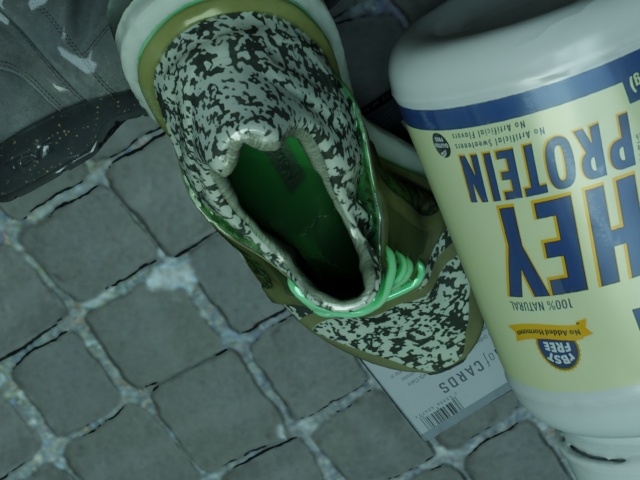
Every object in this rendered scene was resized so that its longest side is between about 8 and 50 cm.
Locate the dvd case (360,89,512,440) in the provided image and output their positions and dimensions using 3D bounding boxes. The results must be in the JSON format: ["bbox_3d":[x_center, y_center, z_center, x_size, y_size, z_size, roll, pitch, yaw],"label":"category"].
[{"bbox_3d":[0.081,0.012,1.353,0.179,0.029,0.238,-33,108,16],"label":"dvd case"}]

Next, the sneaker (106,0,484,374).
[{"bbox_3d":[0.000,0.000,1.191,0.158,0.182,0.410,-26,137,13],"label":"sneaker"}]

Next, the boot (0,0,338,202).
[{"bbox_3d":[-0.147,-0.190,1.242,0.338,0.118,0.222,-29,103,10],"label":"boot"}]

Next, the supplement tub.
[{"bbox_3d":[0.203,-0.019,1.209,0.235,0.235,0.324,-20,105,11],"label":"supplement tub"}]
